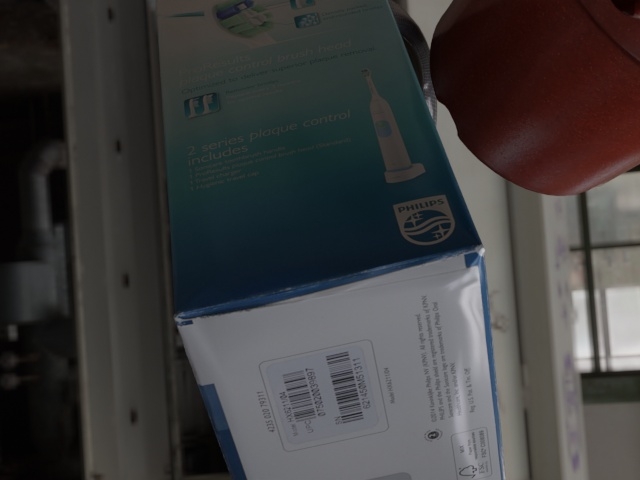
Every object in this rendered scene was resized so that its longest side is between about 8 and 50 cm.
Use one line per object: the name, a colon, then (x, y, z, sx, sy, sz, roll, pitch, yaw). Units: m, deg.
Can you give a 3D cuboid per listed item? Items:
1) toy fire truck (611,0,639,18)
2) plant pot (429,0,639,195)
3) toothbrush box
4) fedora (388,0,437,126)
toy fire truck: (0.176, -0.230, 0.386, 0.169, 0.302, 0.254, -6, 137, 1)
plant pot: (0.231, -0.177, 0.880, 0.272, 0.272, 0.265, -3, 158, -28)
toothbrush box: (0.000, 0.000, 0.606, 0.126, 0.216, 0.295, -12, -138, 1)
fedora: (-0.009, -0.088, 0.987, 0.124, 0.244, 0.275, 26, 150, 29)
